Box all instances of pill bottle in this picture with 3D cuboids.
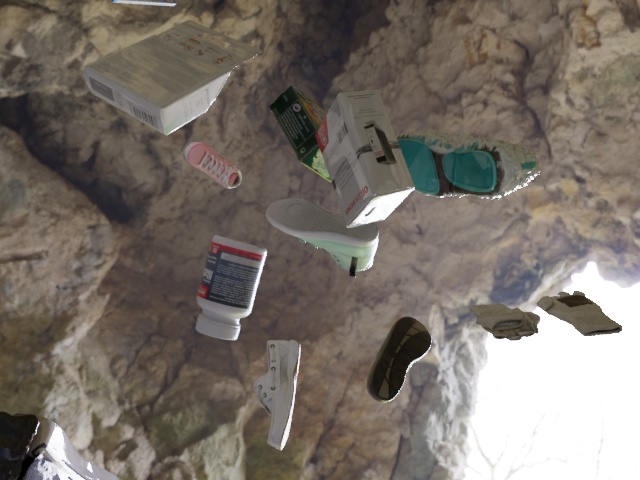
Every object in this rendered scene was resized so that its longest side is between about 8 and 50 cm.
[{"bbox_3d":[-0.173,0.089,1.133,0.107,0.180,0.108,15,-2,1],"label":"pill bottle"}]

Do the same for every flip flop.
[{"bbox_3d":[0.189,0.298,1.521,0.112,0.277,0.080,41,-39,-2],"label":"flip flop"}]

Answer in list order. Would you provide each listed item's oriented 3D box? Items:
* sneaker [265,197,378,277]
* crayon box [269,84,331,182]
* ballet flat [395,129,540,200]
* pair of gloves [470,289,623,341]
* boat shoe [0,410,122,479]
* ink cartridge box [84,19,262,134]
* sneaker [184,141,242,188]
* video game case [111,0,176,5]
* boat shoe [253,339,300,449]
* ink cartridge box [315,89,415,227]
[{"bbox_3d":[0.000,0.000,1.334,0.255,0.094,0.151,17,-35,15],"label":"sneaker"},{"bbox_3d":[0.035,-0.217,1.464,0.083,0.203,0.323,-40,-36,17],"label":"crayon box"},{"bbox_3d":[0.290,-0.159,1.254,0.147,0.147,0.409,46,-8,-27],"label":"ballet flat"},{"bbox_3d":[0.414,0.138,1.144,0.240,0.204,0.042,-5,-81,7],"label":"pair of gloves"},{"bbox_3d":[-0.319,0.325,0.676,0.127,0.158,0.341,1,-37,7],"label":"boat shoe"},{"bbox_3d":[-0.231,-0.272,0.975,0.181,0.224,0.056,30,-41,24],"label":"ink cartridge box"},{"bbox_3d":[-0.199,-0.143,1.165,0.070,0.051,0.134,32,-3,32],"label":"sneaker"},{"bbox_3d":[-0.429,-0.614,1.420,0.015,0.166,0.119,-16,-89,46],"label":"video game case"},{"bbox_3d":[-0.105,0.338,1.354,0.096,0.277,0.098,9,-52,-3],"label":"boat shoe"},{"bbox_3d":[0.051,-0.097,0.731,0.056,0.135,0.099,-11,-17,-22],"label":"ink cartridge box"}]
